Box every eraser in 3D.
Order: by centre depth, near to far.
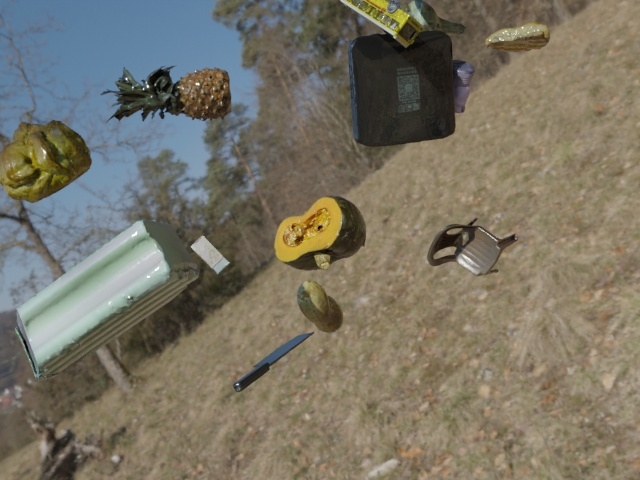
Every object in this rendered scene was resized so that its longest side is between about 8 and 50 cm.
[{"bbox_3d":[-0.236,0.031,1.343,0.038,0.083,0.019,-44,2,-14],"label":"eraser"}]

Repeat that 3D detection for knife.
[{"bbox_3d":[-0.111,0.264,1.375,0.072,0.019,0.245,-21,7,44],"label":"knife"}]

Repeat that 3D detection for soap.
[{"bbox_3d":[-0.502,0.141,1.433,0.446,0.156,0.261,-35,-5,5],"label":"soap"}]

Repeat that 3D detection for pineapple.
[{"bbox_3d":[-0.437,-0.420,1.791,0.364,0.166,0.165,-4,-6,-16],"label":"pineapple"}]

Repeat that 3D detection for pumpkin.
[{"bbox_3d":[0.000,0.000,2.014,0.317,0.222,0.139,-25,-25,34],"label":"pumpkin"}]

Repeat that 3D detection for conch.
[{"bbox_3d":[0.304,-0.646,1.902,0.137,0.233,0.114,-38,24,46],"label":"conch"}]

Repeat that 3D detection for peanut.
[{"bbox_3d":[0.000,0.201,1.858,0.098,0.103,0.229,-42,-38,-4],"label":"peanut"}]

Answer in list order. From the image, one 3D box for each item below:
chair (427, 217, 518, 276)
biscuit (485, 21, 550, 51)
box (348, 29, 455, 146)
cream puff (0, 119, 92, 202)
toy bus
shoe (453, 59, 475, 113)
[{"bbox_3d":[0.532,0.030,2.199,0.326,0.183,0.176,-17,-43,-54],"label":"chair"},{"bbox_3d":[0.547,-0.556,1.711,0.118,0.061,0.183,3,3,-41],"label":"biscuit"},{"bbox_3d":[0.215,-0.396,1.644,0.289,0.289,0.073,-11,15,-17],"label":"box"},{"bbox_3d":[-0.717,-0.205,1.630,0.244,0.244,0.196,-24,-40,6],"label":"cream puff"},{"bbox_3d":[0.143,-0.550,1.502,0.081,0.226,0.074,16,-65,-53],"label":"toy bus"},{"bbox_3d":[0.328,-0.453,1.792,0.095,0.138,0.245,-28,41,-36],"label":"shoe"}]
